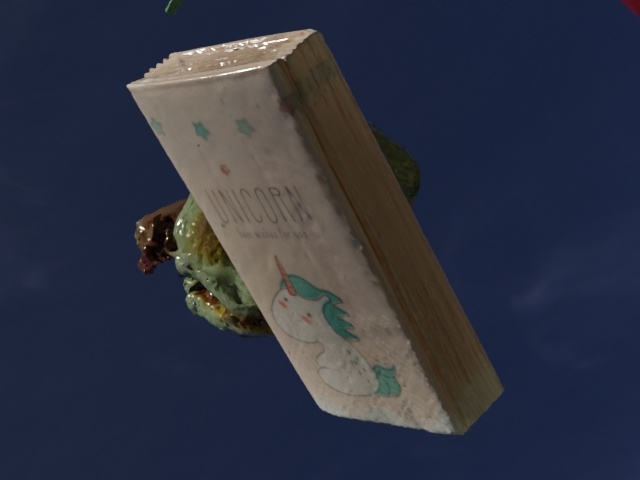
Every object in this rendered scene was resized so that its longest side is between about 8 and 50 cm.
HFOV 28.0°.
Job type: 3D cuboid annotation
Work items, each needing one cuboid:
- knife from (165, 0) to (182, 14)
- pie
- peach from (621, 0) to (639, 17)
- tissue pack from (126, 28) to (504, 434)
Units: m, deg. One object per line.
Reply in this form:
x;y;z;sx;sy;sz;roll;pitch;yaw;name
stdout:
-0.128;-0.322;1.269;0.015;0.054;0.212;14;-118;-16;knife
-0.036;-0.022;1.329;0.274;0.257;0.105;-48;-35;-12;pie
0.315;-0.265;1.021;0.189;0.226;0.196;-15;-60;-4;peach
0.000;0.000;0.961;0.071;0.170;0.325;-45;-62;-32;tissue pack
